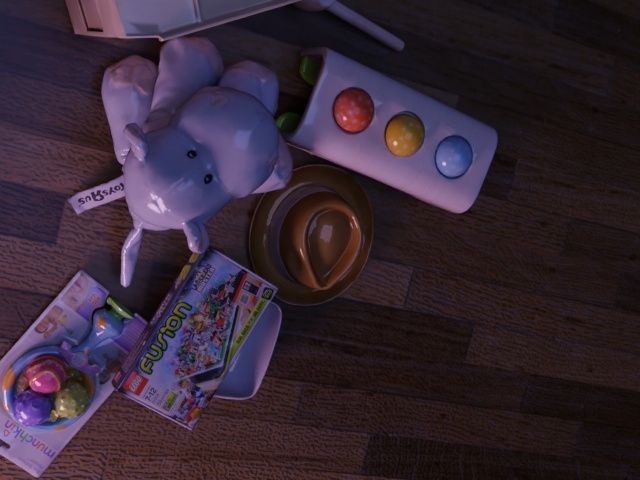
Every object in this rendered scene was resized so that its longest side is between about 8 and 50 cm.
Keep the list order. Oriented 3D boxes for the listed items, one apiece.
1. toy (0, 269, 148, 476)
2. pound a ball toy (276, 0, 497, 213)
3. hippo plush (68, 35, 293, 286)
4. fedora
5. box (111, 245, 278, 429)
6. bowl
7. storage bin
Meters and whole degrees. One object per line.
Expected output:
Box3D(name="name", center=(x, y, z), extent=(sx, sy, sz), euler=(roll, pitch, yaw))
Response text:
Box3D(name="toy", center=(-0.316, 0.170, 1.204), extent=(0.137, 0.056, 0.237), euler=(43, 81, -23))
Box3D(name="pound a ball toy", center=(0.083, -0.185, 1.272), extent=(0.319, 0.135, 0.208), euler=(22, 91, -26))
Box3D(name="hippo plush", center=(-0.166, -0.109, 1.095), extent=(0.294, 0.236, 0.234), euler=(-32, 97, -3))
Box3D(name="fedora", center=(0.000, 0.000, 1.295), extent=(0.194, 0.079, 0.194), euler=(-6, 106, -20))
Box3D(name="box", center=(-0.154, 0.117, 1.219), extent=(0.114, 0.036, 0.207), euler=(33, 86, -24))
Box3D(name="bowl", center=(-0.134, 0.127, 1.279), extent=(0.142, 0.053, 0.142), euler=(17, 92, -27))
Box3D(name="storage bin", center=(-0.136, -0.306, 1.082), extent=(0.260, 0.262, 0.123), euler=(-21, 110, -19))
